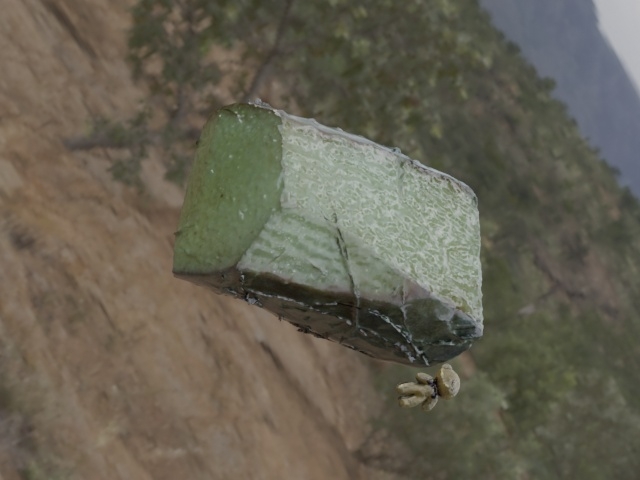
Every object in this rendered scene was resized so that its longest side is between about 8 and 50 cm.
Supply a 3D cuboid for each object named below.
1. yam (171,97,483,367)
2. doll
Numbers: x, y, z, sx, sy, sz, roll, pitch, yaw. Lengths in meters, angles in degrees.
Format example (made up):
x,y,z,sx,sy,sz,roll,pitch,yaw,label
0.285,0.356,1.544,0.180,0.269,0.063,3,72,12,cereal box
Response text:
x,y,z,sx,sy,sz,roll,pitch,yaw,label
-0.003,-0.001,1.152,0.271,0.201,0.202,25,57,-37,yam
0.159,0.219,1.777,0.051,0.093,0.061,-71,150,-73,doll
